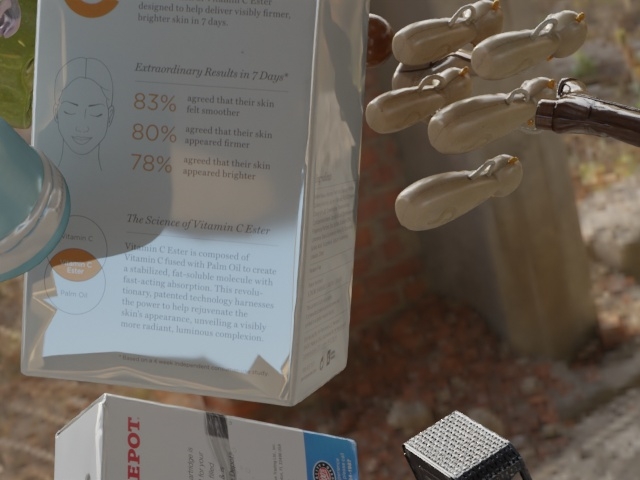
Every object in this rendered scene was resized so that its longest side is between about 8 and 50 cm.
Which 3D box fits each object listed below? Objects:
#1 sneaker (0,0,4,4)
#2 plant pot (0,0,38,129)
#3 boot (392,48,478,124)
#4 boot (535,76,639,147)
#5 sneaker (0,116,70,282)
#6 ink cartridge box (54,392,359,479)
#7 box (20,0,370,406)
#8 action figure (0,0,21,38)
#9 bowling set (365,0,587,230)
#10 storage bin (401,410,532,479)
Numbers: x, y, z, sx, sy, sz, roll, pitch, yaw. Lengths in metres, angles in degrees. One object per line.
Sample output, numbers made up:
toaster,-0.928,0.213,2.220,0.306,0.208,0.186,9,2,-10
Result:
sneaker,-0.332,-0.252,1.401,0.083,0.190,0.071,-42,50,25
plant pot,-0.417,-0.241,1.768,0.253,0.276,0.276,17,22,-3
boot,0.134,-0.164,1.716,0.118,0.087,0.042,22,18,22
boot,0.224,-0.089,1.171,0.114,0.037,0.106,10,22,21
sneaker,-0.342,-0.044,1.015,0.319,0.208,0.127,-16,51,9
ink cartridge box,-0.115,0.303,1.651,0.307,0.223,0.129,15,-33,-30
box,-0.089,-0.068,1.208,0.215,0.345,0.168,6,6,14
action figure,-0.330,-0.391,1.574,0.370,0.248,0.276,23,63,18
bowling set,0.133,-0.168,1.554,0.154,0.287,0.200,-21,65,-33
storage bin,0.185,0.294,1.931,0.084,0.122,0.180,-30,18,-13
